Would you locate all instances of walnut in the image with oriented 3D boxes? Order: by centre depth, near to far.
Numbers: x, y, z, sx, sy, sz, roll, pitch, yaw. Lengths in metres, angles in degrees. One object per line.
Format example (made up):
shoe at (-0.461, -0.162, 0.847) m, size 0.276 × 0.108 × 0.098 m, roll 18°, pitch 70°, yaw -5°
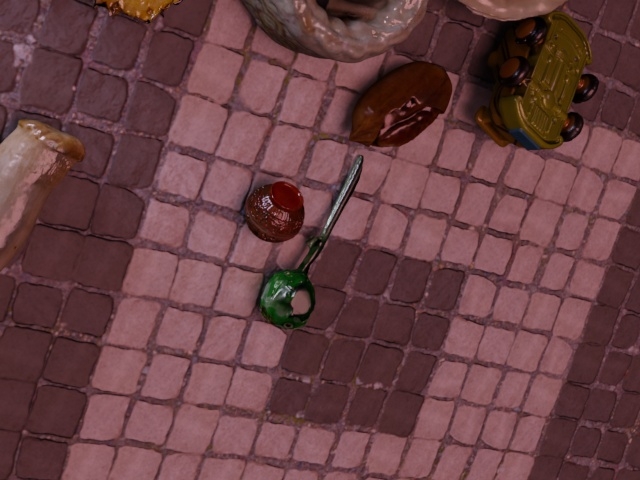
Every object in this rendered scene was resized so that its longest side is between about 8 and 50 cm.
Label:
walnut at (0.130, -0.220, 2.041) m, size 0.207 × 0.116 × 0.116 m, roll -34°, pitch 121°, yaw -16°

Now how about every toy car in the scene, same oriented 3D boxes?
toy car at (0.364, -0.274, 2.140) m, size 0.200 × 0.142 × 0.248 m, roll 41°, pitch 64°, yaw -35°

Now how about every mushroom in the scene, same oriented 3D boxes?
mushroom at (-0.477, -0.026, 1.764) m, size 0.123 × 0.095 × 0.351 m, roll 42°, pitch 82°, yaw -14°

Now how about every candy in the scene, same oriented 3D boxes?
candy at (-0.001, 0.000, 2.069) m, size 0.097 × 0.097 × 0.323 m, roll 34°, pitch 80°, yaw -34°

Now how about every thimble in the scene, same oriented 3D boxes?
thimble at (0.013, -0.417, 1.852) m, size 0.291 × 0.195 × 0.291 m, roll -11°, pitch 112°, yaw -29°

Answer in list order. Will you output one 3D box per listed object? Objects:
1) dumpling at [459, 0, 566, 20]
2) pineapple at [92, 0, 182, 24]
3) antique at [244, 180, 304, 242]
dumpling at (0.314, -0.511, 1.984) m, size 0.395 × 0.233 × 0.316 m, roll 9°, pitch 105°, yaw -18°
pineapple at (-0.266, -0.415, 1.757) m, size 0.225 × 0.076 × 0.225 m, roll -12°, pitch 113°, yaw -30°
antique at (-0.075, -0.043, 1.988) m, size 0.104 × 0.104 × 0.104 m, roll -10°, pitch 112°, yaw -27°
